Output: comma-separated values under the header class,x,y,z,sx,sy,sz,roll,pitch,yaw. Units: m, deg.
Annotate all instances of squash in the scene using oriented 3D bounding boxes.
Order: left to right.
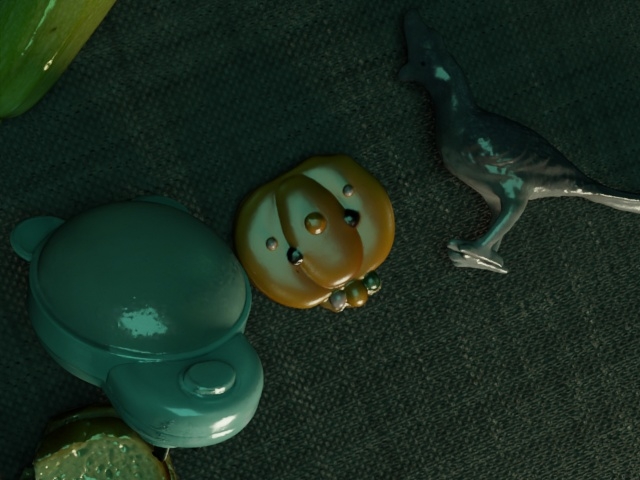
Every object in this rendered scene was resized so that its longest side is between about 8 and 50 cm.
class,x,y,z,sx,sy,sz,roll,pitch,yaw
squash,-0.265,-0.198,1.490,0.137,0.137,0.288,24,90,-13

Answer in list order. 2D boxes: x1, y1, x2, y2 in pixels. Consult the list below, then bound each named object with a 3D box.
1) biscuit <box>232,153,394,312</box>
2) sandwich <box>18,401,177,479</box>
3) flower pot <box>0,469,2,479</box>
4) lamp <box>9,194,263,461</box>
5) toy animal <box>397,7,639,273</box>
class,x,y,z,sx,sy,sz,roll,pitch,yaw
biscuit,0.001,0.000,1.596,0.170,0.050,0.170,-1,93,-13
sandwich,-0.265,0.306,1.521,0.288,0.099,0.254,-20,102,-11
flower pot,-0.412,0.223,1.456,0.235,0.148,0.235,0,90,-11
lamp,-0.158,0.070,1.468,0.209,0.147,0.284,-13,66,-29
toy animal,0.197,-0.059,1.621,0.367,0.081,0.206,33,74,-13
